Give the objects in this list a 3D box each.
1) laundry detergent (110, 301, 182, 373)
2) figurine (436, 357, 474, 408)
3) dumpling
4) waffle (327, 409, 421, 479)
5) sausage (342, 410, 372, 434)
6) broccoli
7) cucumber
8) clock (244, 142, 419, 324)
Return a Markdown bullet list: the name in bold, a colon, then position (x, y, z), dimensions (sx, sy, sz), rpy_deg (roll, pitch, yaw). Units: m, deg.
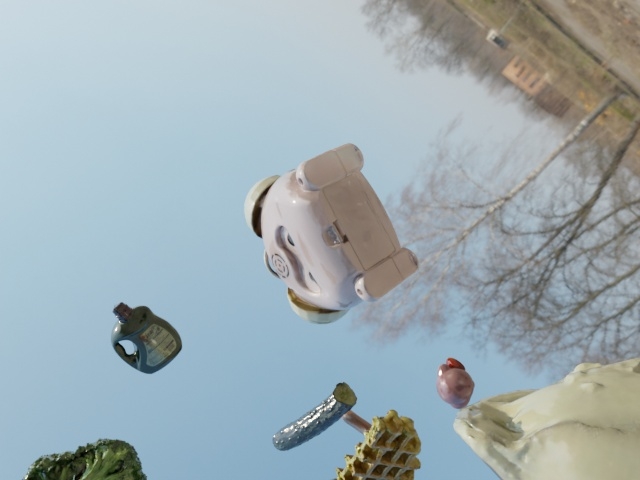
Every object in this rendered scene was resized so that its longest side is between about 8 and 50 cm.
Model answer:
- **laundry detergent**: position (-0.454, 0.236, 1.481), dimensions (0.078, 0.144, 0.221), rpy_deg (43, 170, 48)
- **figurine**: position (0.244, 0.262, 1.080), dimensions (0.083, 0.067, 0.071), rpy_deg (51, -128, 4)
- **dumpling**: position (0.368, 0.263, 0.755), dimensions (0.395, 0.233, 0.315), rpy_deg (4, -177, 9)
- **waffle**: position (0.072, 0.330, 0.881), dimensions (0.161, 0.192, 0.046), rpy_deg (-14, -144, -8)
- **sausage**: position (0.114, 0.503, 1.608), dimensions (0.043, 0.043, 0.186), rpy_deg (18, 179, -37)
- **broccoli**: position (-0.482, 0.555, 1.203), dimensions (0.308, 0.275, 0.307), rpy_deg (2, -116, -3)
- **cucumber**: position (-0.024, 0.503, 1.633), dimensions (0.072, 0.303, 0.081), rpy_deg (21, -146, -44)
- **clock**: position (0.000, 0.000, 1.200), dimensions (0.184, 0.326, 0.342), rpy_deg (-23, -91, -31)
